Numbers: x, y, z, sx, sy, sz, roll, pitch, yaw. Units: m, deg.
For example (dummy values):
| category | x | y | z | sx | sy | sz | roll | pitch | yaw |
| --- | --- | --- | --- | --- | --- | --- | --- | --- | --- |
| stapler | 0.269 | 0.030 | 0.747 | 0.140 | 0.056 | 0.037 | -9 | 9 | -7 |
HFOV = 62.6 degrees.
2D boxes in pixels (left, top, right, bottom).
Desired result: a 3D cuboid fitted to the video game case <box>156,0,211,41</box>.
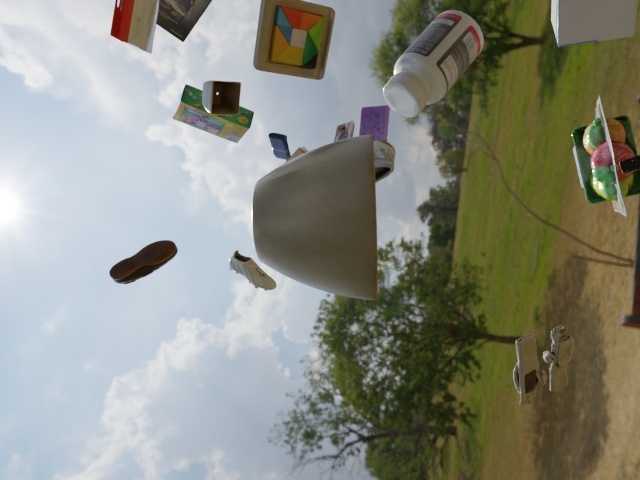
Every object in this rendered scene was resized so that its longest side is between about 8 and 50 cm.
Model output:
| category | x | y | z | sx | sy | sz | roll | pitch | yaw |
| --- | --- | --- | --- | --- | --- | --- | --- | --- | --- |
| video game case | -0.469 | -0.839 | 1.775 | 0.196 | 0.026 | 0.274 | 25 | -67 | -44 |

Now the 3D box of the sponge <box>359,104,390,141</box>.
| category | x | y | z | sx | sy | sz | roll | pitch | yaw |
| --- | --- | --- | --- | --- | --- | --- | --- | --- | --- |
| sponge | 0.210 | -0.426 | 2.079 | 0.031 | 0.117 | 0.210 | 12 | -99 | -58 |

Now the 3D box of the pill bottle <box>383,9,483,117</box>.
| category | x | y | z | sx | sy | sz | roll | pitch | yaw |
| --- | --- | --- | --- | --- | --- | --- | --- | --- | --- |
| pill bottle | 0.333 | -0.523 | 1.579 | 0.318 | 0.176 | 0.176 | -49 | -29 | -17 |

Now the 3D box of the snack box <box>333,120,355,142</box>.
| category | x | y | z | sx | sy | sz | roll | pitch | yaw |
| --- | --- | --- | --- | --- | --- | --- | --- | --- | --- |
| snack box | 0.077 | -0.336 | 1.791 | 0.022 | 0.064 | 0.178 | 50 | -142 | -40 |

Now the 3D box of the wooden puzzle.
| category | x | y | z | sx | sy | sz | roll | pitch | yaw |
| --- | --- | --- | --- | --- | --- | --- | --- | --- | --- |
| wooden puzzle | -0.077 | -0.617 | 1.610 | 0.044 | 0.238 | 0.221 | 43 | 127 | 55 |

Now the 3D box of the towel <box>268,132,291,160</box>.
| category | x | y | z | sx | sy | sz | roll | pitch | yaw |
| --- | --- | --- | --- | --- | --- | --- | --- | --- | --- |
| towel | -0.142 | -0.329 | 1.838 | 0.119 | 0.067 | 0.029 | 77 | -146 | -61 |

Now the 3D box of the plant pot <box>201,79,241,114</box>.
| category | x | y | z | sx | sy | sz | roll | pitch | yaw |
| --- | --- | --- | --- | --- | --- | --- | --- | --- | --- |
| plant pot | -0.342 | -0.488 | 1.769 | 0.109 | 0.096 | 0.109 | -12 | -60 | -41 |

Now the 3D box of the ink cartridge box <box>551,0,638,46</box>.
| category | x | y | z | sx | sy | sz | roll | pitch | yaw |
| --- | --- | --- | --- | --- | --- | --- | --- | --- | --- |
| ink cartridge box | 0.786 | -0.715 | 1.529 | 0.270 | 0.198 | 0.197 | -67 | -32 | -50 |

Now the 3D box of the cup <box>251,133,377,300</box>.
| category | x | y | z | sx | sy | sz | roll | pitch | yaw |
| --- | --- | --- | --- | --- | --- | --- | --- | --- | --- |
| cup | -0.007 | -0.043 | 1.066 | 0.331 | 0.236 | 0.331 | -1 | -90 | -85 |

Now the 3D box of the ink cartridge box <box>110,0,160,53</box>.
| category | x | y | z | sx | sy | sz | roll | pitch | yaw |
| --- | --- | --- | --- | --- | --- | --- | --- | --- | --- |
| ink cartridge box | -0.367 | -0.490 | 1.073 | 0.232 | 0.066 | 0.189 | -134 | 56 | -68 |

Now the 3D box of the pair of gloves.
| category | x | y | z | sx | sy | sz | roll | pitch | yaw |
| --- | --- | --- | --- | --- | --- | --- | --- | --- | --- |
| pair of gloves | 0.653 | 0.358 | 1.521 | 0.240 | 0.042 | 0.204 | -7 | -78 | -30 |

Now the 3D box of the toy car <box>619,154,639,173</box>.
| category | x | y | z | sx | sy | sz | roll | pitch | yaw |
| --- | --- | --- | --- | --- | --- | --- | --- | --- | --- |
| toy car | 0.788 | -0.155 | 1.291 | 0.122 | 0.060 | 0.040 | 58 | -167 | 13 |

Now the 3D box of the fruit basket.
| category | x | y | z | sx | sy | sz | roll | pitch | yaw |
| --- | --- | --- | --- | --- | --- | --- | --- | --- | --- |
| fruit basket | 0.802 | -0.228 | 1.487 | 0.353 | 0.165 | 0.327 | -15 | -88 | -58 |

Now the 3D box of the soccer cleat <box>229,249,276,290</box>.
| category | x | y | z | sx | sy | sz | roll | pitch | yaw |
| --- | --- | --- | --- | --- | --- | --- | --- | --- | --- |
| soccer cleat | -0.235 | 0.106 | 1.826 | 0.068 | 0.196 | 0.076 | -37 | -27 | -56 |

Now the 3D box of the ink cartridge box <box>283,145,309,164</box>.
| category | x | y | z | sx | sy | sz | roll | pitch | yaw |
| --- | --- | --- | --- | --- | --- | --- | --- | --- | --- |
| ink cartridge box | -0.077 | -0.258 | 1.802 | 0.115 | 0.067 | 0.198 | -46 | 5 | 12 |

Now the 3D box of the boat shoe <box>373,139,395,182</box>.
| category | x | y | z | sx | sy | sz | roll | pitch | yaw |
| --- | --- | --- | --- | --- | --- | --- | --- | --- | --- |
| boat shoe | 0.077 | -0.174 | 1.533 | 0.118 | 0.320 | 0.103 | 44 | -145 | -34 |

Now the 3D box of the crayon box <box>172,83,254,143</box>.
| category | x | y | z | sx | sy | sz | roll | pitch | yaw |
| --- | --- | --- | --- | --- | --- | --- | --- | --- | --- |
| crayon box | -0.421 | -0.490 | 2.061 | 0.165 | 0.278 | 0.081 | -24 | 51 | 61 |

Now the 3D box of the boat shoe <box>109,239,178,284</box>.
| category | x | y | z | sx | sy | sz | roll | pitch | yaw |
| --- | --- | --- | --- | --- | --- | --- | --- | --- | --- |
| boat shoe | -0.520 | 0.066 | 1.566 | 0.073 | 0.207 | 0.073 | 81 | 163 | -64 |
